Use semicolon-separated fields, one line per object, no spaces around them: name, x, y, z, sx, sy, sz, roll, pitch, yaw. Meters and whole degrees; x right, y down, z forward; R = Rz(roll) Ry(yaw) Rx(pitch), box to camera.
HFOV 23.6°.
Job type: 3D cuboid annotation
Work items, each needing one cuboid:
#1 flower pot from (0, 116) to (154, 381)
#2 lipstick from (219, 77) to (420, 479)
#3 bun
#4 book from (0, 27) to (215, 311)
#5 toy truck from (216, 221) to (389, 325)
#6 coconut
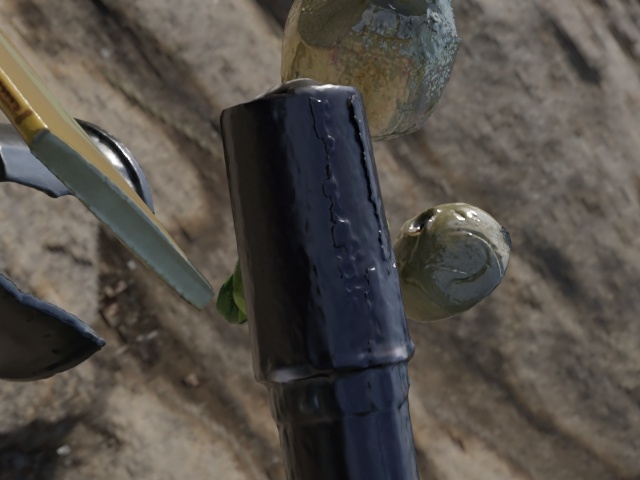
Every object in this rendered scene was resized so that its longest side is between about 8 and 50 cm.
flower pot;-0.445;-0.021;2.027;0.251;0.379;0.379;30;38;-62
lipstick;0.009;0.071;0.753;0.081;0.081;0.299;-5;84;-56
bun;0.156;0.018;2.004;0.173;0.167;0.113;-50;120;-27
book;-0.239;-0.123;1.210;0.389;0.032;0.269;48;-2;37
toy truck;0.003;0.013;1.616;0.187;0.148;0.210;17;93;-67
coconut;0.047;-0.187;1.532;0.194;0.194;0.194;35;38;-33
